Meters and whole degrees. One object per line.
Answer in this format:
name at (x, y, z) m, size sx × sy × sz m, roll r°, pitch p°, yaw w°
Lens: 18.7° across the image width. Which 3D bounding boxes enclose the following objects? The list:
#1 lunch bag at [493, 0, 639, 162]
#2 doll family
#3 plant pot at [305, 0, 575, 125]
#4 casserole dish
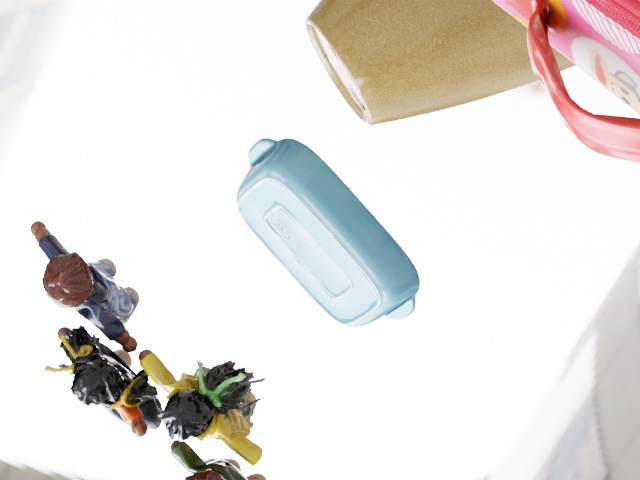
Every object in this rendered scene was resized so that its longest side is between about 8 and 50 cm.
lunch bag at (0.205, -0.141, 0.931) m, size 0.258 × 0.120 × 0.293 m, roll -40°, pitch -122°, yaw -15°
doll family at (-0.088, 0.070, 0.994) m, size 0.193 × 0.076 × 0.111 m, roll 37°, pitch -175°, yaw 8°
plant pot at (0.123, -0.222, 1.838) m, size 0.237 × 0.254 × 0.237 m, roll 57°, pitch 175°, yaw 8°
casserole dish at (0.000, 0.000, 1.574) m, size 0.188 × 0.114 × 0.037 m, roll 49°, pitch -124°, yaw -2°
